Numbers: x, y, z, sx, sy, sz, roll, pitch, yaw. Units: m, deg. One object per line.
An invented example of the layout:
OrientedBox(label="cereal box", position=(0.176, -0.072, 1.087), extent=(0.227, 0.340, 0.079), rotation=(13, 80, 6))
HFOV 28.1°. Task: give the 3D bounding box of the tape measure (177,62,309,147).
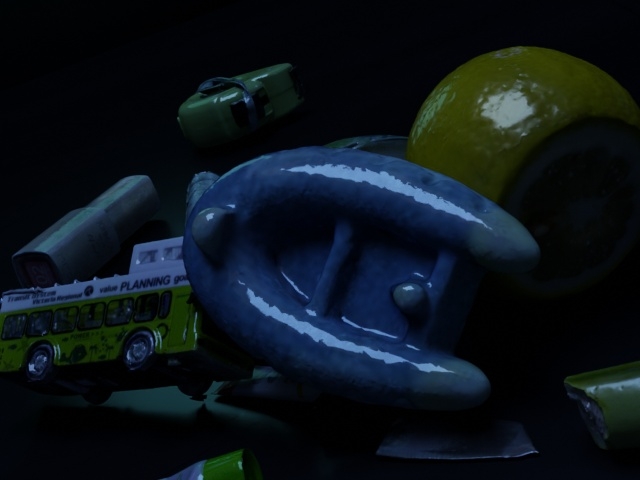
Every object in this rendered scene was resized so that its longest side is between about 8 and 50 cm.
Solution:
OrientedBox(label="tape measure", position=(-0.148, -0.222, 2.100), extent=(0.200, 0.106, 0.175), rotation=(-7, 21, 34))

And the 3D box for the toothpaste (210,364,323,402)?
OrientedBox(label="toothpaste", position=(-0.032, 0.138, 1.227), extent=(0.190, 0.031, 0.048), rotation=(-2, 36, 46))

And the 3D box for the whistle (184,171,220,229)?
OrientedBox(label="whistle", position=(-0.147, -0.016, 1.660), extent=(0.062, 0.062, 0.312), rotation=(-19, 21, 2))

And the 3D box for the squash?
OrientedBox(label="squash", position=(0.313, 0.103, 0.954), extent=(0.250, 0.083, 0.083), rotation=(-18, 21, 13))

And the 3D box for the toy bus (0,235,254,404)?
OrientedBox(label="toy bus", position=(-0.206, 0.088, 1.308), extent=(0.302, 0.113, 0.139), rotation=(-9, 62, 33))

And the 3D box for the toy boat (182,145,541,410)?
OrientedBox(label="toy boat", position=(0.014, 0.022, 1.101), extent=(0.330, 0.215, 0.123), rotation=(22, 2, 31))

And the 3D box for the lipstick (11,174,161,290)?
OrientedBox(label="lipstick", position=(-0.315, -0.010, 1.764), extent=(0.077, 0.079, 0.253), rotation=(-5, 26, 32))

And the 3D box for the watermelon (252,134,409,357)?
OrientedBox(label="watermelon", position=(0.000, 0.000, 1.404), extent=(0.305, 0.180, 0.224), rotation=(-32, -20, -20))

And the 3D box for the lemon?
OrientedBox(label="lemon", position=(0.189, -0.073, 1.233), extent=(0.240, 0.240, 0.219), rotation=(-25, 37, -14))

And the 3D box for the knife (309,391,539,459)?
OrientedBox(label="knife", position=(0.082, 0.164, 1.079), extent=(0.230, 0.028, 0.060), rotation=(2, 38, 36))

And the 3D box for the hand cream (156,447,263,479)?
OrientedBox(label="hand cream", position=(-0.181, 0.241, 1.096), extent=(0.275, 0.050, 0.079), rotation=(-19, -7, 12))
